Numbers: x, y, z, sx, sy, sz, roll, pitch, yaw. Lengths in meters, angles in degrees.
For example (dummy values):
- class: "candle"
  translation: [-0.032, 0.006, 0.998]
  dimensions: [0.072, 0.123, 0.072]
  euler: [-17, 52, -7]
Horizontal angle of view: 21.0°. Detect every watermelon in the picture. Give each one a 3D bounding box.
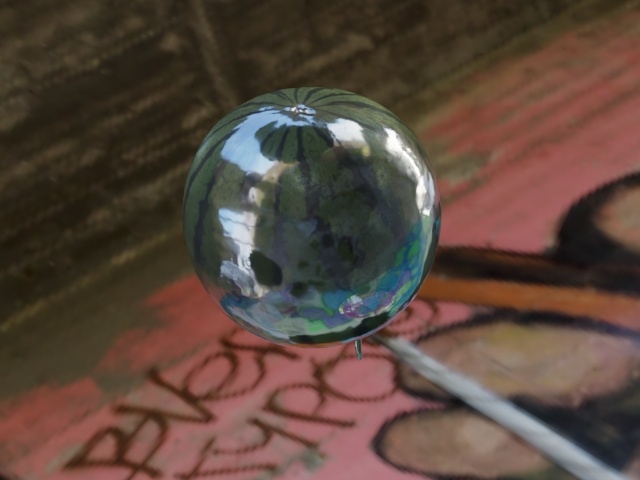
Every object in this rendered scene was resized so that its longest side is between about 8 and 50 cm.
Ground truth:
- class: "watermelon"
  translation: [0.000, 0.000, 0.701]
  dimensions: [0.105, 0.105, 0.133]
  euler: [-35, -47, -18]
